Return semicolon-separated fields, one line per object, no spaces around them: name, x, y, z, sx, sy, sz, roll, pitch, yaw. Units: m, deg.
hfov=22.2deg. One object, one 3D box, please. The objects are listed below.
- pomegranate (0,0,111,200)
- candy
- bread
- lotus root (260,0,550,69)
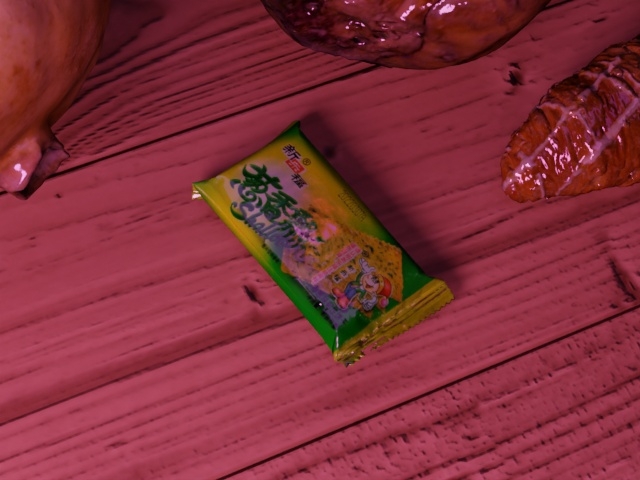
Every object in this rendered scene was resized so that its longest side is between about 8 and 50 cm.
pomegranate;-0.293;-0.137;1.003;0.333;0.332;0.332;3;62;-6
candy;0.000;-0.001;1.128;0.102;0.032;0.178;-34;72;-23
bread;0.231;-0.097;1.190;0.233;0.076;0.105;-30;68;-20
lotus root;0.061;-0.220;1.148;0.272;0.272;0.192;23;71;4
